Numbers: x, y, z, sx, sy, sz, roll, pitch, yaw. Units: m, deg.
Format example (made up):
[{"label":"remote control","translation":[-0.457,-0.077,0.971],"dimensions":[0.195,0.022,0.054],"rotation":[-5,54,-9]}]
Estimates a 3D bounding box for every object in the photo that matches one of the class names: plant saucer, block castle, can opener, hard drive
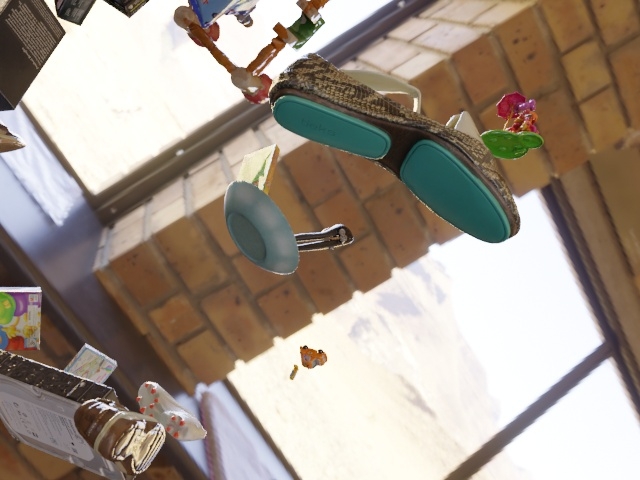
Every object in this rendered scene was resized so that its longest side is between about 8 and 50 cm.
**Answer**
[{"label":"plant saucer","translation":[-0.118,-0.013,1.274],"dimensions":[0.195,0.037,0.195],"rotation":[34,-37,30]},{"label":"block castle","translation":[-0.115,-0.597,1.789],"dimensions":[0.303,0.453,0.213],"rotation":[46,10,6]},{"label":"can opener","translation":[0.000,0.000,1.848],"dimensions":[0.073,0.186,0.059],"rotation":[-22,-97,62]},{"label":"hard drive","translation":[-0.535,0.357,1.463],"dimensions":[0.064,0.339,0.237],"rotation":[-52,144,-45]}]

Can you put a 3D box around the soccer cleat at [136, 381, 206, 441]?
[{"label":"soccer cleat","translation":[-0.319,0.367,1.521],"dimensions":[0.196,0.068,0.076],"rotation":[29,-2,40]}]

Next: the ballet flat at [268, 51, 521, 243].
[{"label":"ballet flat","translation":[0.150,-0.183,1.226],"dimensions":[0.483,0.182,0.164],"rotation":[29,-30,0]}]

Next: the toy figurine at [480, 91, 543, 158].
[{"label":"toy figurine","translation":[0.509,-0.315,1.864],"dimensions":[0.173,0.159,0.130],"rotation":[-6,-31,47]}]

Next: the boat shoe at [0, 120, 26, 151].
[{"label":"boat shoe","translation":[-0.891,-0.293,1.934],"dimensions":[0.285,0.103,0.092],"rotation":[-8,82,-82]}]

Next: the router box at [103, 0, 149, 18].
[{"label":"router box","translation":[-0.397,-0.536,1.513],"dimensions":[0.092,0.122,0.038],"rotation":[35,-19,16]}]

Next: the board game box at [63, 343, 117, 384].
[{"label":"board game box","translation":[-0.646,0.371,1.962],"dimensions":[0.103,0.154,0.026],"rotation":[40,0,-25]}]

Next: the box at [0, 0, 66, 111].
[{"label":"box","translation":[-0.842,-0.467,1.759],"dimensions":[0.182,0.296,0.294],"rotation":[63,35,-47]}]

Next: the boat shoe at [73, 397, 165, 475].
[{"label":"boat shoe","translation":[-0.316,0.298,1.128],"dimensions":[0.095,0.095,0.257],"rotation":[30,-24,13]}]

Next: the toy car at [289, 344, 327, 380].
[{"label":"toy car","translation":[-0.026,0.250,1.400],"dimensions":[0.060,0.040,0.122],"rotation":[24,-39,5]}]

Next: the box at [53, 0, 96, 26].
[{"label":"box","translation":[-0.411,-0.522,1.271],"dimensions":[0.051,0.220,0.175],"rotation":[9,50,-44]}]

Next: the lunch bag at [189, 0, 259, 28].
[{"label":"lunch bag","translation":[-0.195,-0.585,1.320],"dimensions":[0.221,0.138,0.293],"rotation":[-24,-81,47]}]

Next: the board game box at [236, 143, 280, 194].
[{"label":"board game box","translation":[-0.206,-0.199,2.253],"dimensions":[0.039,0.124,0.259],"rotation":[57,29,-32]}]

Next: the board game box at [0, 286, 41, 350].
[{"label":"board game box","translation":[-0.806,0.183,1.687],"dimensions":[0.144,0.275,0.142],"rotation":[-179,-89,-68]}]
